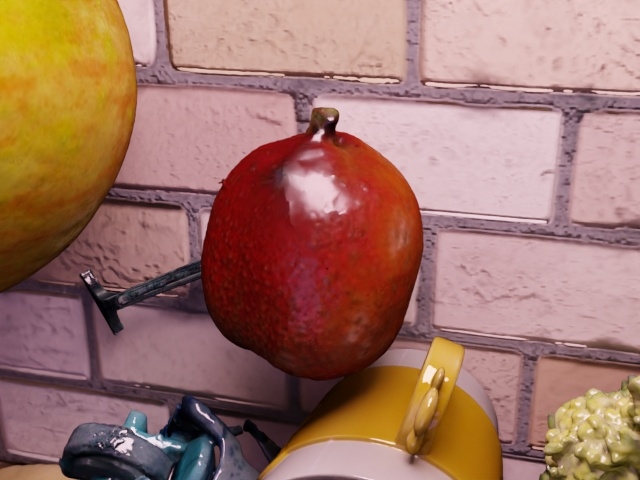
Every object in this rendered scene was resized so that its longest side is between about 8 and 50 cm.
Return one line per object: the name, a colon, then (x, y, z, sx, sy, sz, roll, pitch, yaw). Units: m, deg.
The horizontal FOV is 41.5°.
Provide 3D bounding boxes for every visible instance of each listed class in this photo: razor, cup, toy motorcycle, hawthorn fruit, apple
razor: (-0.123, 0.033, 0.722, 0.190, 0.033, 0.066, -20, 105, 22)
cup: (0.058, 0.170, 0.617, 0.185, 0.226, 0.241, 22, 114, 9)
toy motorcycle: (-0.115, 0.242, 0.740, 0.206, 0.154, 0.260, 11, 141, 8)
hawthorn fruit: (0.000, 0.000, 0.605, 0.169, 0.169, 0.188, 20, 112, 8)
apple: (-0.303, -0.107, 0.574, 0.340, 0.339, 0.339, 6, 112, 14)

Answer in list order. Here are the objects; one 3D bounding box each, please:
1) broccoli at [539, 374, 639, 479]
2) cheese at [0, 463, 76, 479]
broccoli: (0.255, 0.202, 0.559, 0.247, 0.243, 0.263, 40, 111, 13)
cheese: (-0.407, 0.382, 0.903, 0.384, 0.104, 0.384, 5, 112, 13)
